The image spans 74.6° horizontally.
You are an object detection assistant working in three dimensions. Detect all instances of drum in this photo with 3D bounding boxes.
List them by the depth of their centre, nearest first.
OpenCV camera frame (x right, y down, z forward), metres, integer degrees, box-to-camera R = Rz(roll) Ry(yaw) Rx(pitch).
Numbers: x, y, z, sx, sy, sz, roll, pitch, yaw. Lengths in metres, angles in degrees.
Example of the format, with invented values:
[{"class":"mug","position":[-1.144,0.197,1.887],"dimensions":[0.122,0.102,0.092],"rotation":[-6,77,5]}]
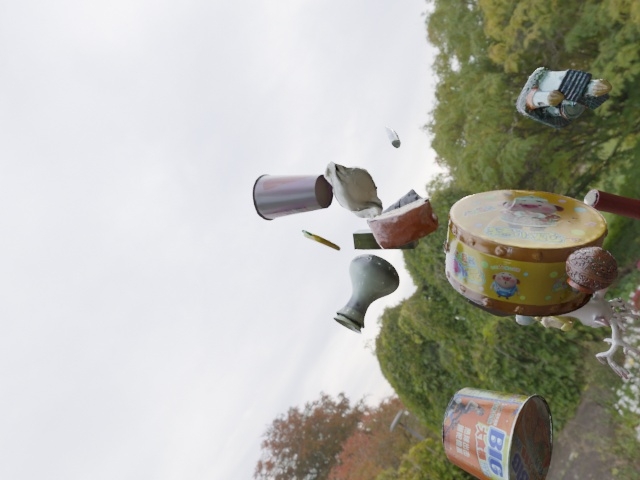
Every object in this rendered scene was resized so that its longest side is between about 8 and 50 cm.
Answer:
[{"class":"drum","position":[0.584,0.018,1.241],"dimensions":[0.431,0.431,0.214],"rotation":[-37,-48,-46]}]

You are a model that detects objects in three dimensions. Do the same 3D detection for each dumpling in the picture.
[{"class":"dumpling","position":[0.080,-0.129,1.082],"dimensions":[0.108,0.188,0.127],"rotation":[-52,14,-18]}]

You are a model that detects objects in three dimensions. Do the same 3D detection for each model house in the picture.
[{"class":"model house","position":[0.931,-0.531,1.553],"dimensions":[0.184,0.253,0.291],"rotation":[-67,16,8]}]

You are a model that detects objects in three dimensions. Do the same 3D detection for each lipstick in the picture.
[{"class":"lipstick","position":[1.132,-0.133,1.591],"dimensions":[0.080,0.241,0.080],"rotation":[-168,90,-87]}]

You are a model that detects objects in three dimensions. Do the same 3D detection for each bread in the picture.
[{"class":"bread","position":[0.289,-0.058,1.462],"dimensions":[0.244,0.123,0.190],"rotation":[-21,6,17]}]

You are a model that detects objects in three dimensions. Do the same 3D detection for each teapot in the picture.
[{"class":"teapot","position":[0.147,0.177,1.403],"dimensions":[0.251,0.183,0.183],"rotation":[-60,-21,-17]}]

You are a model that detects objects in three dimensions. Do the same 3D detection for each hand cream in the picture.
[{"class":"hand cream","position":[0.390,-0.559,2.252],"dimensions":[0.048,0.079,0.255],"rotation":[-46,20,23]}]

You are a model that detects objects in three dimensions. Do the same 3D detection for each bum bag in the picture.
[{"class":"bum bag","position":[0.351,-0.118,1.955],"dimensions":[0.095,0.144,0.340],"rotation":[2,-26,-40]}]

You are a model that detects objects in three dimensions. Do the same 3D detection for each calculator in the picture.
[{"class":"calculator","position":[0.000,0.000,1.946],"dimensions":[0.235,0.146,0.032],"rotation":[26,-94,-41]}]

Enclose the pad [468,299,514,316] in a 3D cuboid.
[{"class":"pad","position":[0.880,0.257,1.961],"dimensions":[0.375,0.315,0.063],"rotation":[-31,40,55]}]

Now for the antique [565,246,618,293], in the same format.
[{"class":"antique","position":[0.595,0.061,0.923],"dimensions":[0.104,0.104,0.104],"rotation":[-47,-26,-32]}]

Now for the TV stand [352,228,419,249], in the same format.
[{"class":"TV stand","position":[0.280,-0.007,1.814],"dimensions":[0.088,0.269,0.083],"rotation":[-30,-64,-60]}]

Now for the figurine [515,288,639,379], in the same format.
[{"class":"figurine","position":[0.781,0.227,1.258],"dimensions":[0.206,0.315,0.284],"rotation":[-54,-54,-19]}]

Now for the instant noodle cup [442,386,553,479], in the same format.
[{"class":"instant noodle cup","position":[0.497,0.560,1.197],"dimensions":[0.296,0.214,0.296],"rotation":[1,-91,-42]}]

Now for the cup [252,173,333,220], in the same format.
[{"class":"cup","position":[-0.102,-0.184,1.680],"dimensions":[0.203,0.288,0.203],"rotation":[2,-93,-55]}]
